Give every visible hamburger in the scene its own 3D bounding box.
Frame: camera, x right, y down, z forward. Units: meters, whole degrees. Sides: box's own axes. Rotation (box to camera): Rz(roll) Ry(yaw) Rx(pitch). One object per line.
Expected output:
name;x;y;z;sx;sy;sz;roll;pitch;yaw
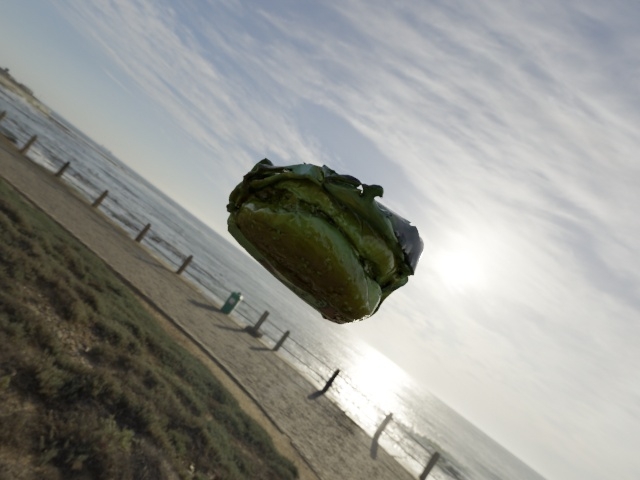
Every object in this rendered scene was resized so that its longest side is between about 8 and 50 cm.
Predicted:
hamburger;0.002;-0.001;0.444;0.214;0.125;0.235;38;-18;-21
